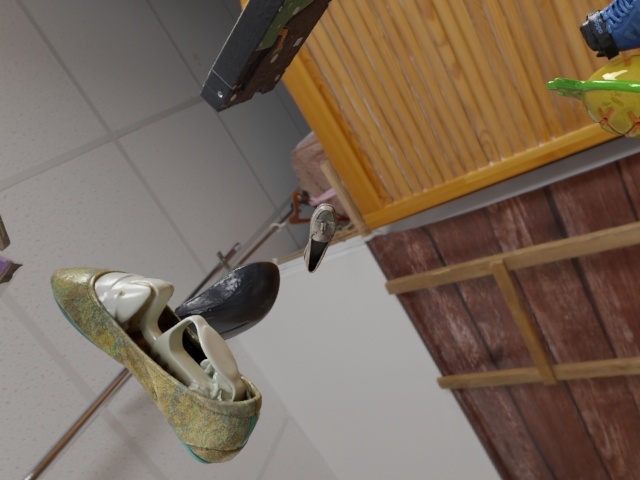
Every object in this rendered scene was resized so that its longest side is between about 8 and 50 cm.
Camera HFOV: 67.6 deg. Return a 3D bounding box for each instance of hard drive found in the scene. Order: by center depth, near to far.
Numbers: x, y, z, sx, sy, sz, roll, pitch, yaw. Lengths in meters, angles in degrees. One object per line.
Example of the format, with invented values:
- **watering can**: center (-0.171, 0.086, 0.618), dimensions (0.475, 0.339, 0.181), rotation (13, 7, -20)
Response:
- **hard drive**: center (-0.085, -0.417, 0.934), dimensions (0.064, 0.339, 0.237), rotation (44, -142, -2)

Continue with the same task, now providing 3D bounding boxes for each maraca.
- **maraca**: center (0.388, -0.186, 0.613), dimensions (0.127, 0.185, 0.099), rotation (5, -75, -43)

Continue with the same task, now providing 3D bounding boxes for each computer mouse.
- **computer mouse**: center (-0.174, 0.141, 0.830), dimensions (0.072, 0.272, 0.188), rotation (52, 174, 33)

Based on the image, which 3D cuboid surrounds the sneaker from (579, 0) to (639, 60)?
- **sneaker**: center (0.353, -0.266, 0.561), dimensions (0.152, 0.084, 0.058), rotation (14, -117, -58)

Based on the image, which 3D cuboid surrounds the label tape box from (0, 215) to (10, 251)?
- **label tape box**: center (-0.494, -0.003, 0.471), dimensions (0.334, 0.105, 0.241), rotation (-75, -8, -54)

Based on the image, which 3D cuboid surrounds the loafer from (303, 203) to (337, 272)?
- **loafer**: center (0.000, 0.000, 0.785), dimensions (0.045, 0.125, 0.039), rotation (11, -144, -7)

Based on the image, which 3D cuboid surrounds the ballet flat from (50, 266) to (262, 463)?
- **ballet flat**: center (-0.205, 0.120, 0.609), dimensions (0.348, 0.123, 0.123), rotation (41, -155, 17)

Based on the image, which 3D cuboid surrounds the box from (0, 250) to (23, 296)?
- **box**: center (-0.336, -0.045, 0.253), dimensions (0.324, 0.067, 0.063), rotation (35, -107, -21)
